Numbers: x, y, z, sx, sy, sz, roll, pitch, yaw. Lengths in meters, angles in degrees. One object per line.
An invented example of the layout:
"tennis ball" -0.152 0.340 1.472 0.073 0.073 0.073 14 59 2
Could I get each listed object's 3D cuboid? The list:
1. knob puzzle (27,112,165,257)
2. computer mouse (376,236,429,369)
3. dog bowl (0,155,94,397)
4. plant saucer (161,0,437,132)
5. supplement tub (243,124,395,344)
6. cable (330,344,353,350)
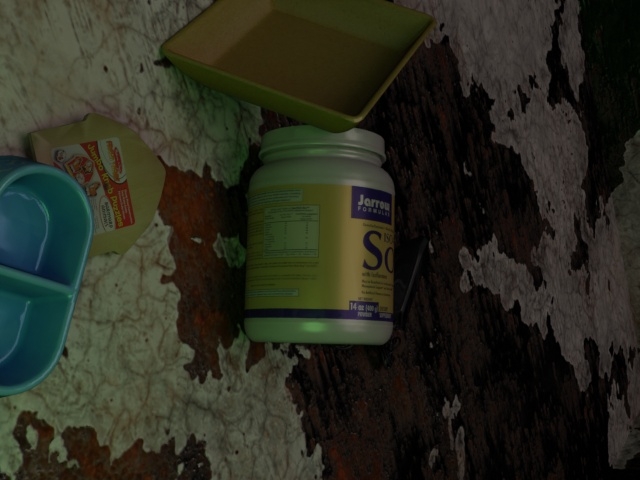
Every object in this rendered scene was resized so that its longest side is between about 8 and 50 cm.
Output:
"knob puzzle" -0.292 -0.074 1.136 0.213 0.030 0.213 1 89 -48
"computer mouse" 0.147 0.105 1.691 0.188 0.072 0.272 79 29 -60
"dog bowl" -0.357 0.042 0.984 0.166 0.074 0.297 25 70 -45
"plant saucer" -0.026 -0.297 1.345 0.333 0.333 0.081 -55 160 -41
"supplement tub" 0.000 0.000 1.364 0.241 0.241 0.331 11 79 -54
"cable" 0.045 0.117 1.582 0.184 0.047 0.150 -43 121 -46
